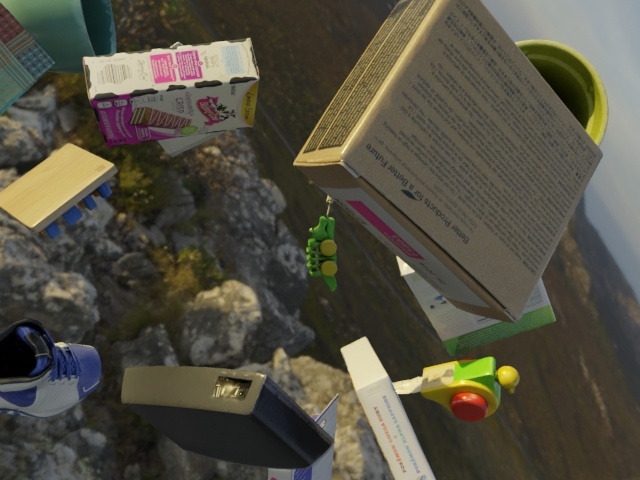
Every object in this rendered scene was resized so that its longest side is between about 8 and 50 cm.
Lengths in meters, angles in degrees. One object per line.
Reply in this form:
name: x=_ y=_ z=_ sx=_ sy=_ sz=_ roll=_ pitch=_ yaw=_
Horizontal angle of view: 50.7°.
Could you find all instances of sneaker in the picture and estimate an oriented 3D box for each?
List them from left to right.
sneaker: x=-0.484 y=0.221 z=1.153 sx=0.315 sy=0.182 sz=0.127 roll=8 pitch=55 yaw=-58

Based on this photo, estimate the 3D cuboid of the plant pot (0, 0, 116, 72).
plant pot: x=-0.678 y=-0.561 z=1.717 sx=0.293 sy=0.235 sz=0.293 roll=174 pitch=-90 yaw=-89

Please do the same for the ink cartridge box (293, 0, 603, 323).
ink cartridge box: x=0.122 y=-0.072 z=0.598 sx=0.234 sy=0.193 sz=0.088 roll=40 pitch=-16 yaw=-26

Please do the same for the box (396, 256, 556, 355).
box: x=0.310 y=0.096 z=1.313 sx=0.058 sy=0.232 sz=0.322 roll=-98 pitch=161 yaw=-43

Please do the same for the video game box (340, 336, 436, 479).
video game box: x=0.088 y=0.231 z=0.844 sx=0.187 sy=0.048 sz=0.205 roll=63 pitch=-1 yaw=-4

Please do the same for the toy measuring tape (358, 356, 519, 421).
toy measuring tape: x=0.239 y=0.307 z=1.335 sx=0.121 sy=0.330 sz=0.121 roll=35 pitch=45 yaw=-44

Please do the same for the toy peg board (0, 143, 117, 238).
toy peg board: x=-0.422 y=-0.067 z=1.113 sx=0.160 sy=0.161 sz=0.079 roll=24 pitch=-32 yaw=40

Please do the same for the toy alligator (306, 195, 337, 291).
toy alligator: x=0.000 y=0.000 z=1.187 sx=0.056 sy=0.051 sz=0.190 roll=-111 pitch=-162 yaw=-74

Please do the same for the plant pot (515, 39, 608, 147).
plant pot: x=0.429 y=-0.251 z=1.403 sx=0.276 sy=0.276 sz=0.254 roll=59 pitch=14 yaw=2

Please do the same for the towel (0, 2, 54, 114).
towel: x=-0.763 y=-0.336 z=1.378 sx=0.040 sy=0.370 sz=0.271 roll=32 pitch=-15 yaw=39

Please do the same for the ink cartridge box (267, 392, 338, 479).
ink cartridge box: x=-0.038 y=0.491 z=1.371 sx=0.069 sy=0.371 sz=0.176 roll=19 pitch=31 yaw=24

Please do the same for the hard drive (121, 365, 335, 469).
hard drive: x=-0.126 y=0.221 z=0.842 sx=0.172 sy=0.254 sz=0.054 roll=52 pitch=48 yaw=-34

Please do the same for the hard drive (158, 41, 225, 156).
hard drive: x=-0.326 y=-0.303 z=1.517 sx=0.040 sy=0.307 sz=0.203 roll=-47 pitch=111 yaw=-29

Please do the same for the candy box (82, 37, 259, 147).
candy box: x=-0.214 y=-0.214 z=0.997 sx=0.159 sy=0.233 sz=0.071 roll=117 pitch=-40 yaw=-72
